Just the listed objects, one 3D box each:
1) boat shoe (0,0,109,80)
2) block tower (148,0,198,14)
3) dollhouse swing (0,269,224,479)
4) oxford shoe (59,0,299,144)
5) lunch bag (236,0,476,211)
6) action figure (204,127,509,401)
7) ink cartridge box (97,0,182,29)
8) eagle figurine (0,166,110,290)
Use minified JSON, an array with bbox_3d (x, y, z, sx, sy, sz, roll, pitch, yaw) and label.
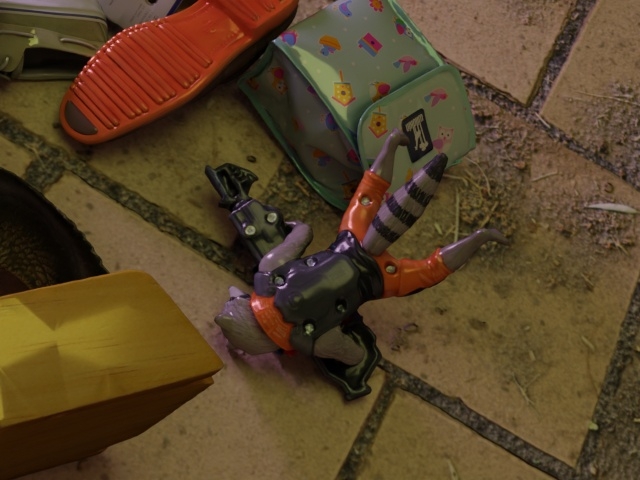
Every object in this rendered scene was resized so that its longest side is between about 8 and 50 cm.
[{"bbox_3d":[-0.388,-0.243,1.892,0.302,0.109,0.094,-10,65,-33],"label":"boat shoe"},{"bbox_3d":[-0.222,-0.427,2.102,0.097,0.091,0.335,-15,66,-33],"label":"block tower"},{"bbox_3d":[-0.327,0.065,1.524,0.315,0.347,0.305,-13,76,-31],"label":"dollhouse swing"},{"bbox_3d":[-0.168,-0.218,1.971,0.363,0.133,0.130,-35,70,-17],"label":"oxford shoe"},{"bbox_3d":[0.061,-0.175,2.022,0.223,0.160,0.262,-34,84,-37],"label":"lunch bag"},{"bbox_3d":[0.000,0.000,1.827,0.330,0.178,0.341,-40,81,-6],"label":"action figure"},{"bbox_3d":[-0.310,-0.428,2.003,0.371,0.176,0.069,39,22,5],"label":"ink cartridge box"},{"bbox_3d":[-0.348,0.005,1.697,0.298,0.225,0.226,11,39,-5],"label":"eagle figurine"}]
